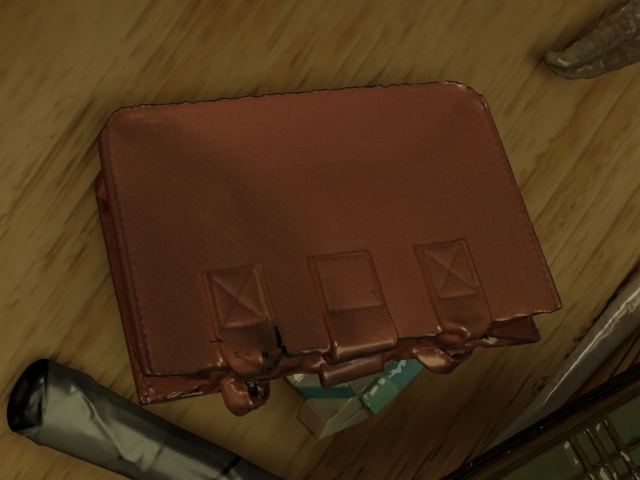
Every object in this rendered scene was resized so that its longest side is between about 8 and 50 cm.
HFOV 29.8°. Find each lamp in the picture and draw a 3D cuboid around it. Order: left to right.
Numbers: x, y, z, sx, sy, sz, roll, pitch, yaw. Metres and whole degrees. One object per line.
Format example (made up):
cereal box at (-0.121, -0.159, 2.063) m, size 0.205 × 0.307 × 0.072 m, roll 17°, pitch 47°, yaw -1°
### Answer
lamp at (0.174, 0.119, 0.681) m, size 0.325 × 0.089 × 0.090 m, roll -24°, pitch 82°, yaw -29°

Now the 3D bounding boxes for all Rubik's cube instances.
Rubik's cube at (0.013, 0.068, 0.664) m, size 0.075 × 0.084 × 0.073 m, roll -37°, pitch 110°, yaw 8°

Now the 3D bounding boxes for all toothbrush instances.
toothbrush at (0.157, 0.088, 0.752) m, size 0.307 × 0.029 × 0.025 m, roll -46°, pitch 116°, yaw -6°

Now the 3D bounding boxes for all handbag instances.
handbag at (0.000, 0.000, 0.608) m, size 0.212 × 0.059 × 0.157 m, roll -7°, pitch 62°, yaw -19°

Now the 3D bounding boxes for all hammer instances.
hammer at (0.023, 0.167, 0.689) m, size 0.427 × 0.044 × 0.152 m, roll 31°, pitch 88°, yaw -16°

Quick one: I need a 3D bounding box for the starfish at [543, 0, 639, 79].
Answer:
starfish at (0.364, -0.156, 0.724) m, size 0.398 × 0.132 × 0.384 m, roll 37°, pitch 94°, yaw -38°
